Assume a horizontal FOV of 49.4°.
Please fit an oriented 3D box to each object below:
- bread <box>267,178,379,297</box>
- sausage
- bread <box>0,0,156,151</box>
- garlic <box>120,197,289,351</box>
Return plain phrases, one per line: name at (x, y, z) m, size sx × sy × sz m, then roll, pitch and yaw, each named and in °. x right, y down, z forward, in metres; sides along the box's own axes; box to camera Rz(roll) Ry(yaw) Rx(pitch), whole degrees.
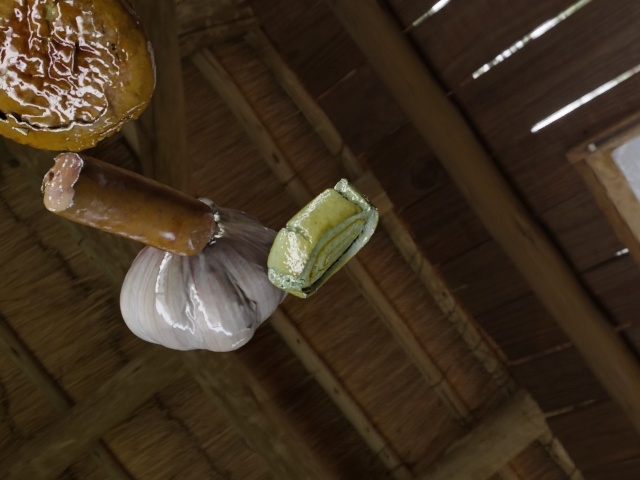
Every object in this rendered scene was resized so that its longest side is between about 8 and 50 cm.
bread at (0.000, 0.000, 0.818) m, size 0.064 × 0.117 × 0.156 m, roll 40°, pitch -119°, yaw 21°
sausage at (-0.274, -0.047, 1.034) m, size 0.271 × 0.109 × 0.108 m, roll 22°, pitch -129°, yaw -45°
bread at (-0.489, -0.348, 1.266) m, size 0.358 × 0.337 × 0.204 m, roll 53°, pitch -174°, yaw -31°
garlic at (-0.200, 0.071, 1.228) m, size 0.241 × 0.322 × 0.321 m, roll 45°, pitch -140°, yaw -28°
